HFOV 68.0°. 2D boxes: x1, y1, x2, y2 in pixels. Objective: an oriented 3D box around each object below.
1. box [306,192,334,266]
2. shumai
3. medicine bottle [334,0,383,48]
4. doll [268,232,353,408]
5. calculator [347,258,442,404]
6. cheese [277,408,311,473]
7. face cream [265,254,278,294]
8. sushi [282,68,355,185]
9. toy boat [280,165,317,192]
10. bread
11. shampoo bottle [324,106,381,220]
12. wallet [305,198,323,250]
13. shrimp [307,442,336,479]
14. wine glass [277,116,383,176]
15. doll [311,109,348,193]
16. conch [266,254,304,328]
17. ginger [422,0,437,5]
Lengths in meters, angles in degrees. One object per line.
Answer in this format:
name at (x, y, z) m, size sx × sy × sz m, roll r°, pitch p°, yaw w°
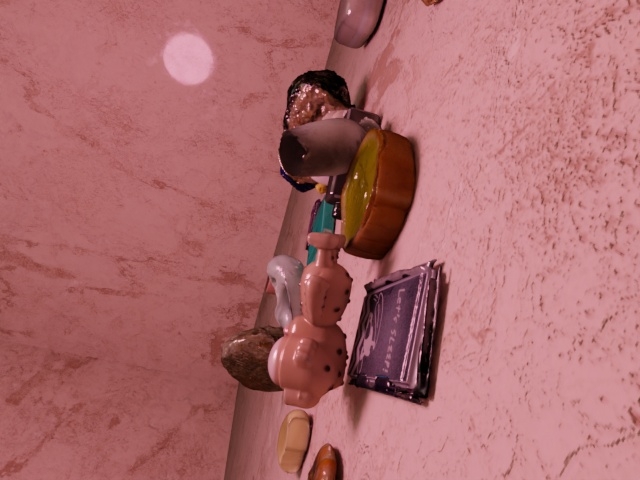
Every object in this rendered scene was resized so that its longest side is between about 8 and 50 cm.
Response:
box at (0.000, 0.000, 1.344) m, size 0.161 × 0.042 × 0.226 m, roll 116°, pitch 165°, yaw -49°
shumai at (-0.159, 0.297, 1.362) m, size 0.272 × 0.222 × 0.204 m, roll 101°, pitch -179°, yaw -51°
medicine bottle at (0.140, -0.797, 1.443) m, size 0.282 × 0.123 × 0.375 m, roll -141°, pitch 64°, yaw -82°
doll at (-0.004, 0.123, 0.768) m, size 0.154 × 0.119 × 0.278 m, roll 31°, pitch -112°, yaw -73°
calculator at (0.091, 0.124, 0.645) m, size 0.274 × 0.028 × 0.166 m, roll 136°, pitch 148°, yaw -73°
cheese at (-0.072, 0.453, 1.084) m, size 0.255 × 0.050 × 0.127 m, roll 122°, pitch 159°, yaw -67°
face cream at (-0.146, 0.139, 1.827) m, size 0.149 × 0.104 × 0.149 m, roll -166°, pitch 90°, yaw -81°
sushi at (-0.009, -0.318, 1.398) m, size 0.171 × 0.210 × 0.350 m, roll -92°, pitch 12°, yaw -45°
toy boat at (-0.034, -0.315, 1.606) m, size 0.072 × 0.219 × 0.318 m, roll 32°, pitch 108°, yaw 41°
bread at (0.091, -0.080, 0.823) m, size 0.236 × 0.070 × 0.236 m, roll -167°, pitch 90°, yaw -81°
shampoo bottle at (0.069, -0.166, 1.060) m, size 0.079 × 0.080 × 0.246 m, roll 139°, pitch 145°, yaw -77°
wallet at (-0.025, -0.051, 1.615) m, size 0.111 × 0.030 × 0.166 m, roll 143°, pitch 140°, yaw -74°
shrimp at (-0.022, 0.475, 0.746) m, size 0.169 × 0.058 × 0.296 m, roll 108°, pitch 177°, yaw -70°
wine glass at (0.025, -0.185, 0.937) m, size 0.111 × 0.204 × 0.111 m, roll 30°, pitch 127°, yaw 50°
doll at (0.036, -0.236, 1.254) m, size 0.293 × 0.119 × 0.138 m, roll 114°, pitch 146°, yaw -57°
conch at (-0.089, 0.150, 1.388) m, size 0.185 × 0.121 × 0.221 m, roll -88°, pitch -11°, yaw -84°
ginger at (0.200, -0.513, 0.847) m, size 0.133 × 0.059 × 0.214 m, roll 108°, pitch 173°, yaw -51°
